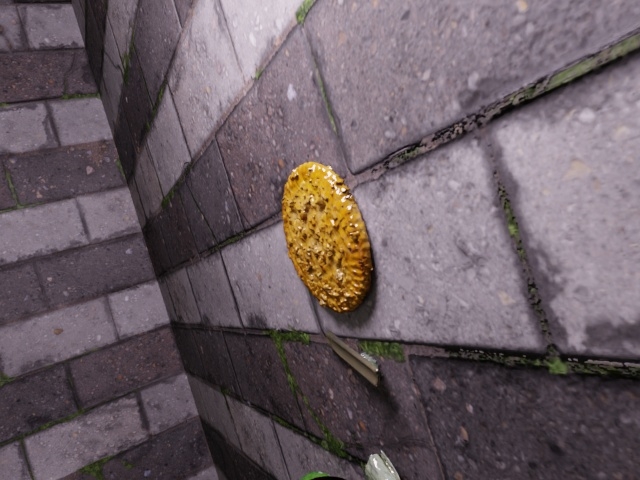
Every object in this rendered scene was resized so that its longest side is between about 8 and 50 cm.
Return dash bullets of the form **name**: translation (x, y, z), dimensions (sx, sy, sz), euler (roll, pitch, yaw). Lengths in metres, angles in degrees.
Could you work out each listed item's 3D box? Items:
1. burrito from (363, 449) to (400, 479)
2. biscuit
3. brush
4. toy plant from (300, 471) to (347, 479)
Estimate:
- **burrito**: translation (0.117, 0.419, 0.787), dimensions (0.118, 0.044, 0.074), euler (53, 142, 39)
- **biscuit**: translation (0.000, 0.000, 0.770), dimensions (0.254, 0.035, 0.254), euler (39, 138, 47)
- **brush**: translation (0.057, 0.191, 0.789), dimensions (0.190, 0.027, 0.034), euler (-162, 63, -66)
- **toy plant**: translation (0.016, 0.554, 0.929), dimensions (0.218, 0.175, 0.235), euler (45, 167, 32)
